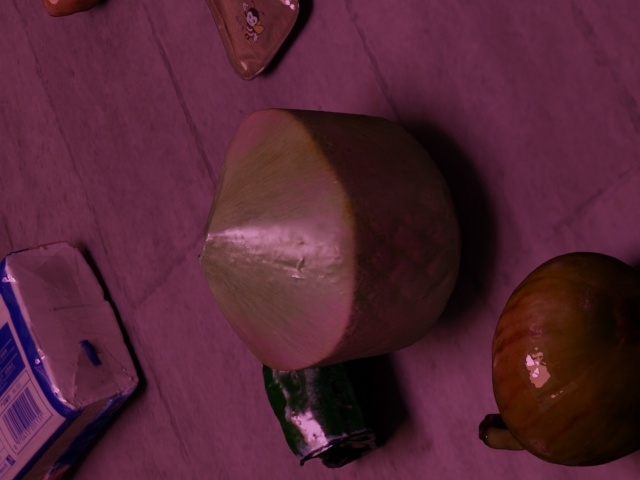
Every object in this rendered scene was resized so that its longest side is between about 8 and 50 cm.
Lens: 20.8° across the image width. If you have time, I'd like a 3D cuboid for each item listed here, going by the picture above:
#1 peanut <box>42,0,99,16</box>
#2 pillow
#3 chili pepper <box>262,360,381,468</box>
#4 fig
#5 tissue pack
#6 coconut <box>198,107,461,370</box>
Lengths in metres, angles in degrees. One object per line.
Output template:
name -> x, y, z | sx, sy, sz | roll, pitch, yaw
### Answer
peanut -> -0.253, -0.304, 1.834 | 0.076, 0.076, 0.152 | 45, 123, 38
pillow -> -0.085, -0.262, 1.658 | 0.130, 0.033, 0.218 | -49, 58, 43
chili pepper -> -0.024, 0.068, 1.572 | 0.099, 0.136, 0.270 | -29, 73, 21
fig -> 0.165, 0.120, 1.322 | 0.259, 0.151, 0.151 | -49, 58, 48
tissue pack -> -0.327, 0.160, 1.963 | 0.270, 0.137, 0.209 | -49, 58, 40
coconut -> 0.000, 0.000, 1.433 | 0.204, 0.235, 0.236 | 25, 115, 50
